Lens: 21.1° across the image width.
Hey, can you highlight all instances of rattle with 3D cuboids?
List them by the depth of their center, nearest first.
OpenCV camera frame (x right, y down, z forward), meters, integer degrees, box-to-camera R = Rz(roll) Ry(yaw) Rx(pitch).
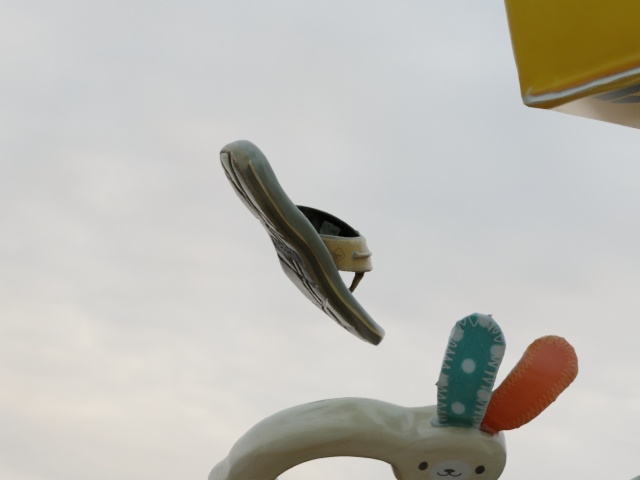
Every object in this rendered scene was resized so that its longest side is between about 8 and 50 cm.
[{"bbox_3d":[0.037,0.138,0.838,0.200,0.142,0.130,-23,-63,27],"label":"rattle"}]

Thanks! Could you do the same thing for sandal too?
[{"bbox_3d":[0.000,0.000,1.045,0.072,0.049,0.180,36,-17,53],"label":"sandal"}]

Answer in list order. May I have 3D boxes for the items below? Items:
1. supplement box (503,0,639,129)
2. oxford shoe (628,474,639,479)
[{"bbox_3d":[0.165,-0.228,0.587,0.195,0.356,0.194,-18,-14,37],"label":"supplement box"},{"bbox_3d":[0.201,0.188,0.889,0.449,0.130,0.169,-32,-1,29],"label":"oxford shoe"}]
